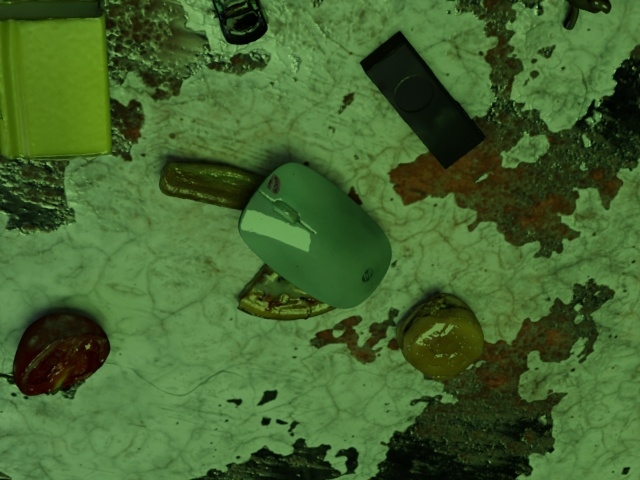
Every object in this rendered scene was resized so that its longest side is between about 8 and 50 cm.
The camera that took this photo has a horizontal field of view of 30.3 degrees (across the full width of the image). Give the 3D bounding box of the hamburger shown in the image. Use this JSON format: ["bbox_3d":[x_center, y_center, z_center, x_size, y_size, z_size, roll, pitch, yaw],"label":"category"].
[{"bbox_3d":[0.206,0.164,2.000,0.138,0.083,0.147,-44,124,11],"label":"hamburger"}]

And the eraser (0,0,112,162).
[{"bbox_3d":[-0.372,-0.220,1.637,0.158,0.069,0.226,-5,122,-12],"label":"eraser"}]

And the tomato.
[{"bbox_3d":[-0.417,0.170,1.862,0.159,0.091,0.139,-8,138,-40],"label":"tomato"}]

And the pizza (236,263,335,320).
[{"bbox_3d":[-0.032,0.058,1.907,0.184,0.036,0.176,7,120,-17],"label":"pizza"}]

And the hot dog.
[{"bbox_3d":[-0.142,-0.081,1.788,0.215,0.047,0.066,9,89,-24],"label":"hot dog"}]

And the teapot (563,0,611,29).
[{"bbox_3d":[0.381,-0.348,1.723,0.080,0.085,0.110,16,136,-20],"label":"teapot"}]

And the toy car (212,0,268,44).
[{"bbox_3d":[-0.118,-0.332,1.631,0.069,0.055,0.142,-18,123,3],"label":"toy car"}]

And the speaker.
[{"bbox_3d":[0.156,-0.209,1.775,0.082,0.044,0.218,-37,122,11],"label":"speaker"}]

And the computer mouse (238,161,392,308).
[{"bbox_3d":[0.004,0.003,1.806,0.159,0.097,0.288,-52,133,-2],"label":"computer mouse"}]
